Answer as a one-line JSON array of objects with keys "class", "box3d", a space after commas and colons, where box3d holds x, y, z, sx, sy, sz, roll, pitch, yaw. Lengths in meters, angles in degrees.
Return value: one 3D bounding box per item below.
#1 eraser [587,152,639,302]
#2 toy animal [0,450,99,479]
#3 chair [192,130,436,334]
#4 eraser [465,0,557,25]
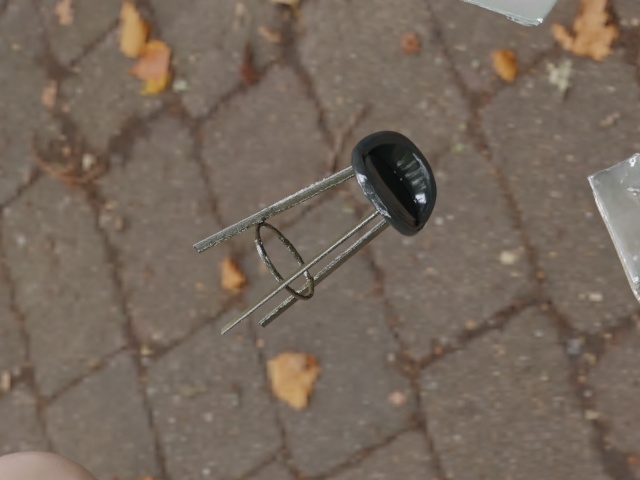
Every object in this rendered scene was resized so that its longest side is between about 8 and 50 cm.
[{"class": "eraser", "box3d": [0.383, 0.011, 1.957, 0.078, 0.343, 0.144, -24, 73, 10]}, {"class": "toy animal", "box3d": [-0.299, 0.335, 1.692, 0.269, 0.237, 0.326, -116, 33, -54]}, {"class": "chair", "box3d": [0.000, -0.001, 1.484, 0.221, 0.104, 0.095, -36, 22, 14]}, {"class": "eraser", "box3d": [0.157, -0.313, 1.355, 0.086, 0.130, 0.287, 118, 169, -55]}]
